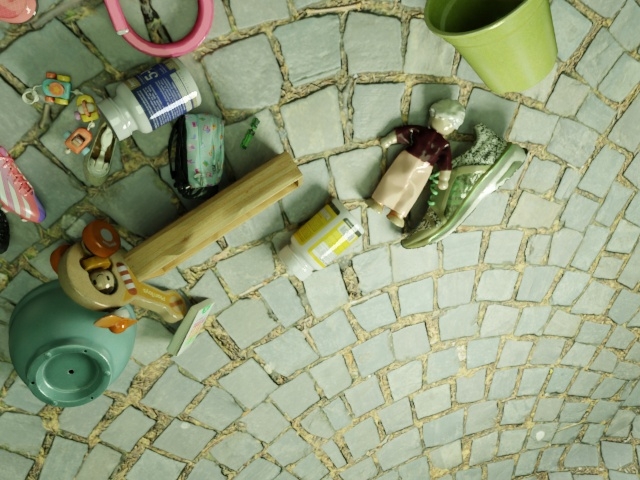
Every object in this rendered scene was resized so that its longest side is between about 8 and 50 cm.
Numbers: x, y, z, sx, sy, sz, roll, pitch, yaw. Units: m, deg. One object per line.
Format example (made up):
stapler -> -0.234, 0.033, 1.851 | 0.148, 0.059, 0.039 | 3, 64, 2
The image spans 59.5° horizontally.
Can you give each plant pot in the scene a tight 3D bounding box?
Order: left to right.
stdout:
plant pot -> -0.580, 0.261, 1.314 | 0.293, 0.196, 0.293 | -9, 119, -16
plant pot -> 0.416, -0.484, 1.280 | 0.276, 0.276, 0.254 | -45, 134, 6

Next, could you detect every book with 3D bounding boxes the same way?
book -> -0.333, 0.221, 1.450 | 0.035, 0.096, 0.144 | 33, 106, 10

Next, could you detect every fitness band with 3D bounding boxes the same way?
fitness band -> -0.325, -0.507, 1.096 | 0.209, 0.054, 0.290 | -18, 122, -11

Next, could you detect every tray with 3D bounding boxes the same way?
tray -> -0.231, -0.054, 1.274 | 0.411, 0.203, 0.076 | -34, 91, -2

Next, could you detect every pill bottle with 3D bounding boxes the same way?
pill bottle -> -0.351, -0.285, 1.146 | 0.187, 0.112, 0.112 | -34, 123, -16
pill bottle -> 0.000, 0.000, 1.437 | 0.208, 0.119, 0.119 | -41, 122, 3

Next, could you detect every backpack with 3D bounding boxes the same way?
backpack -> -0.270, -0.190, 1.239 | 0.115, 0.152, 0.181 | -3, 106, -26

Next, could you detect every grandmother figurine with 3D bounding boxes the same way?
grandmother figurine -> 0.247, -0.213, 1.433 | 0.208, 0.104, 0.342 | 31, 100, -15

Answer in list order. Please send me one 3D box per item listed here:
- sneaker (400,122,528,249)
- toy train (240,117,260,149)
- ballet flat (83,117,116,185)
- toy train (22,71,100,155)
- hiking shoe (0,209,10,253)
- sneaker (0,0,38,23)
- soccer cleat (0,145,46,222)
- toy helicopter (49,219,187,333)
sneaker -> 0.345, -0.148, 1.507 | 0.182, 0.158, 0.410 | 44, 98, -1
toy train -> -0.163, -0.247, 1.306 | 0.017, 0.023, 0.083 | 21, 107, -28
ballet flat -> -0.473, -0.189, 1.205 | 0.057, 0.052, 0.168 | 13, 111, -24
toy train -> -0.518, -0.258, 1.139 | 0.125, 0.046, 0.166 | -41, 110, 2
hiking shoe -> -0.751, -0.057, 1.166 | 0.114, 0.086, 0.226 | -23, 117, 8
sneaker -> -0.638, -0.482, 0.945 | 0.116, 0.136, 0.314 | -47, 122, 8
soccer cleat -> -0.654, -0.137, 1.153 | 0.095, 0.083, 0.248 | -41, 120, -2
toy helicopter -> -0.439, 0.126, 1.290 | 0.140, 0.234, 0.355 | -32, 143, 18
